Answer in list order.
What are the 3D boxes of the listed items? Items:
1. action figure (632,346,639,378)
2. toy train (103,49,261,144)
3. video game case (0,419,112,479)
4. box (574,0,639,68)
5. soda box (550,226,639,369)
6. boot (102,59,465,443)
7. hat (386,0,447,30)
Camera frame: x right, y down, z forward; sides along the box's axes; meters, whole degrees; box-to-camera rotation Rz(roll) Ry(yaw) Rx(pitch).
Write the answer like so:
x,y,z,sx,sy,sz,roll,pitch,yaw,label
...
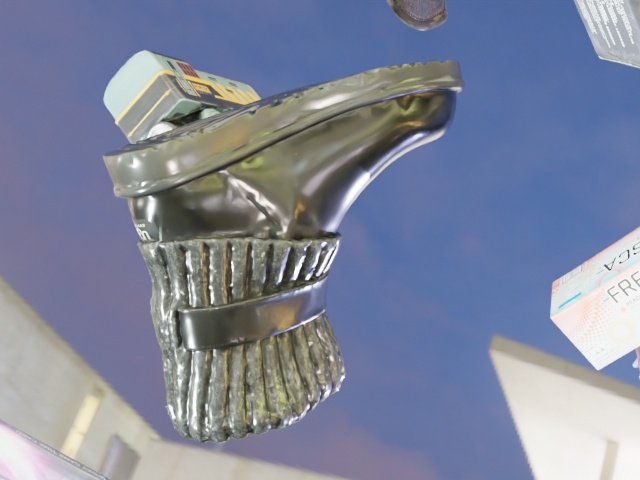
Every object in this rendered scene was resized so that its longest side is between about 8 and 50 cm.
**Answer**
x,y,z,sx,sy,sz,roll,pitch,yaw,label
0.439,0.110,1.076,0.248,0.275,0.370,62,-5,-11,action figure
-0.144,-0.152,1.518,0.142,0.190,0.334,-43,-19,21,toy train
-0.291,0.272,1.003,0.274,0.196,0.026,37,2,-28,video game case
0.289,-0.385,0.871,0.395,0.318,0.097,59,-9,-26,box
0.264,0.021,0.842,0.183,0.058,0.063,-37,-76,28,soda box
-0.003,0.000,0.965,0.131,0.348,0.260,9,-62,66,boot
0.108,-0.368,1.014,0.134,0.331,0.331,-13,-39,19,hat
